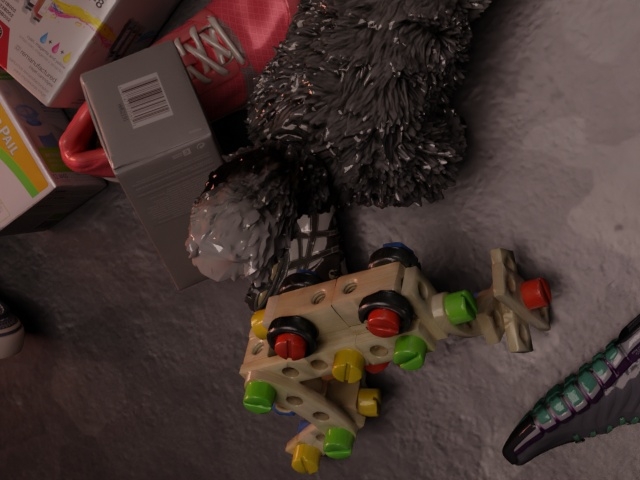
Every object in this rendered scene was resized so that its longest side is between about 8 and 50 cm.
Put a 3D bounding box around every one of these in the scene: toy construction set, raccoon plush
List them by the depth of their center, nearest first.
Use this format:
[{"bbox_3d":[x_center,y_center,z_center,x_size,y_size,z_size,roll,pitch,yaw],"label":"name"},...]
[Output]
[{"bbox_3d":[0.054,-0.171,1.109,0.216,0.446,0.299,18,122,1],"label":"raccoon plush"},{"bbox_3d":[0.060,0.104,1.245,0.328,0.151,0.215,-27,126,19],"label":"toy construction set"}]

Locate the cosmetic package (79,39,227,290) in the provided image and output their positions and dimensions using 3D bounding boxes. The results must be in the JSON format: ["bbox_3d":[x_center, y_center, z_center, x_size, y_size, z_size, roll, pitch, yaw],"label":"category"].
[{"bbox_3d":[-0.141,-0.067,1.257,0.107,0.238,0.127,-22,58,-6],"label":"cosmetic package"}]

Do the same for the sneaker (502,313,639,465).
[{"bbox_3d":[0.278,0.162,1.232,0.224,0.083,0.098,-44,85,17],"label":"sneaker"}]

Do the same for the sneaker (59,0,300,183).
[{"bbox_3d":[-0.141,-0.159,1.321,0.314,0.136,0.116,-39,83,18],"label":"sneaker"}]

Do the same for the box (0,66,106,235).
[{"bbox_3d":[-0.346,-0.117,1.410,0.103,0.114,0.203,-34,82,19],"label":"box"}]

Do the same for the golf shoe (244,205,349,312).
[{"bbox_3d":[0.000,0.000,1.326,0.094,0.077,0.198,27,110,4],"label":"golf shoe"}]

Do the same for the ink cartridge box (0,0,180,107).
[{"bbox_3d":[-0.252,-0.245,1.357,0.128,0.127,0.176,41,105,12],"label":"ink cartridge box"}]

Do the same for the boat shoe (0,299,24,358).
[{"bbox_3d":[-0.480,0.017,1.459,0.341,0.127,0.158,17,108,18],"label":"boat shoe"}]
